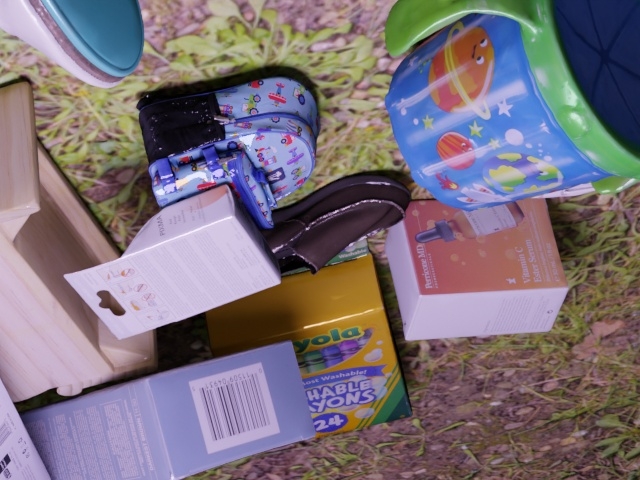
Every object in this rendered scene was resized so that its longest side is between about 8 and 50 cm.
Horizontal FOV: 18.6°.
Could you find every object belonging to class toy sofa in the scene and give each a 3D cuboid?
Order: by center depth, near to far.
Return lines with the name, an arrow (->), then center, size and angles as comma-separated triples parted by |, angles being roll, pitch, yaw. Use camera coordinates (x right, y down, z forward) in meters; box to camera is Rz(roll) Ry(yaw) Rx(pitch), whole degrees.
toy sofa -> -0.304, 0.012, 1.968 | 0.177, 0.150, 0.362 | -14, 146, 10

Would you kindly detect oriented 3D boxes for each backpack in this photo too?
backpack -> -0.079, -0.082, 1.930 | 0.173, 0.117, 0.158 | -15, 147, 0

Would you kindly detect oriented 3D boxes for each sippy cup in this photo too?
sippy cup -> 0.194, -0.138, 1.854 | 0.224, 0.240, 0.305 | -24, 107, 36

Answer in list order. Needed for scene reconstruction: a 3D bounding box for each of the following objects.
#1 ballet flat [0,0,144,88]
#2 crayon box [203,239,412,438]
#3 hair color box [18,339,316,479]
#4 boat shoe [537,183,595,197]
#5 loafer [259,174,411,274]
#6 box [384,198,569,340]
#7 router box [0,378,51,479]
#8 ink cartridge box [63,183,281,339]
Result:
ballet flat -> -0.272, -0.263, 1.519 | 0.139, 0.139, 0.400 | -20, 141, 12
crayon box -> -0.016, 0.124, 2.277 | 0.203, 0.083, 0.323 | -13, 146, 3
hair color box -> -0.189, 0.206, 2.151 | 0.185, 0.114, 0.374 | -13, 177, -35
boat shoe -> 0.277, -0.094, 2.055 | 0.258, 0.095, 0.084 | -2, 150, 4
loafer -> 0.000, 0.000, 2.104 | 0.220, 0.078, 0.080 | -22, 145, 16
box -> 0.170, 0.029, 2.152 | 0.170, 0.130, 0.091 | -3, 146, -13
router box -> -0.441, 0.175, 2.063 | 0.301, 0.082, 0.335 | 26, 154, 23
ink cartridge box -> -0.144, 0.024, 1.917 | 0.179, 0.045, 0.145 | -18, 147, 10
